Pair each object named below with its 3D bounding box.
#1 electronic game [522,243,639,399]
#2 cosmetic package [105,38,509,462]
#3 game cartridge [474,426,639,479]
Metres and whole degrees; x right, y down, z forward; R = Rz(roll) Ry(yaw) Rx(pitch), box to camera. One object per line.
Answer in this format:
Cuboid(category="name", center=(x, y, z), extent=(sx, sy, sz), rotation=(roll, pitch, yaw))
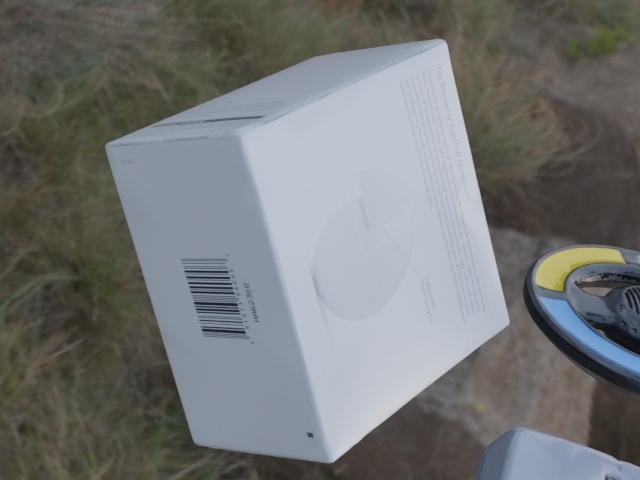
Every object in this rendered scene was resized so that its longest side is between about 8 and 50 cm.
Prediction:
Cuboid(category="electronic game", center=(0.287, 0.071, 1.161), extent=(0.229, 0.048, 0.229), rotation=(12, 29, -7))
Cuboid(category="cosmetic package", center=(0.000, 0.000, 0.932), extent=(0.225, 0.138, 0.224), rotation=(-29, 111, -44))
Cuboid(category="game cartridge", center=(0.188, 0.219, 0.627), extent=(0.294, 0.060, 0.196), rotation=(33, 45, -6))
